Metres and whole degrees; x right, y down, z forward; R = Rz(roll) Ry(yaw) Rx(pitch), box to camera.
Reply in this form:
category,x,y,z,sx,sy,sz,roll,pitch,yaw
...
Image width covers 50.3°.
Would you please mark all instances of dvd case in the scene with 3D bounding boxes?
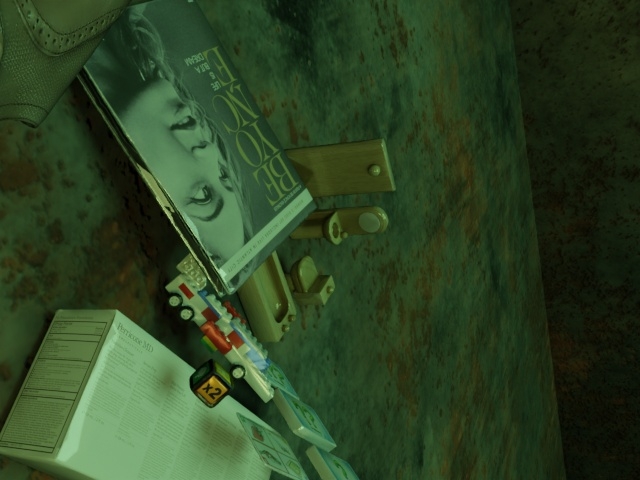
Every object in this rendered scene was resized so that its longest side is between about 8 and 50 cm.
category,x,y,z,sx,sy,sz,roll,pitch,yaw
dvd case,-0.093,-0.086,0.547,0.221,0.018,0.164,60,33,-12

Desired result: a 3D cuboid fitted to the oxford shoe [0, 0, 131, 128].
category,x,y,z,sx,sy,sz,roll,pitch,yaw
oxford shoe,-0.177,-0.149,0.390,0.363,0.130,0.132,-63,174,-55

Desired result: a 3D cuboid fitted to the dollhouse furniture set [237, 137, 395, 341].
category,x,y,z,sx,sy,sz,roll,pitch,yaw
dollhouse furniture set,0.000,0.000,0.679,0.151,0.123,0.144,-54,134,-51

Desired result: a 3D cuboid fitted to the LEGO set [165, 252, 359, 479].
category,x,y,z,sx,sy,sz,roll,pitch,yaw
LEGO set,-0.039,0.114,0.558,0.182,0.060,0.244,50,1,40

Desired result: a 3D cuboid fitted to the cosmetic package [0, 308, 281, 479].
category,x,y,z,sx,sy,sz,roll,pitch,yaw
cosmetic package,-0.116,0.148,0.504,0.239,0.061,0.098,55,43,-47
